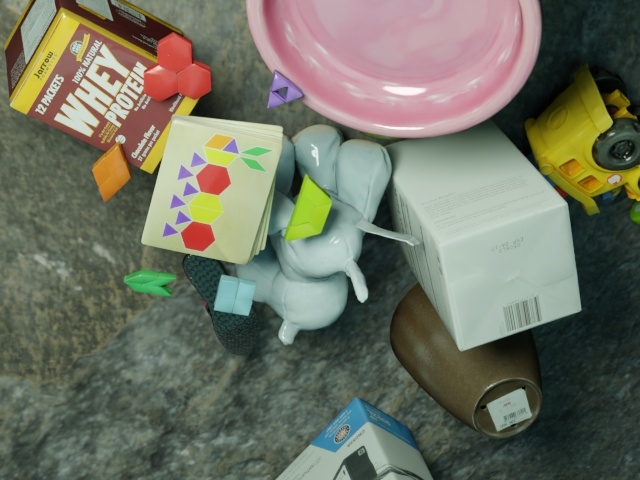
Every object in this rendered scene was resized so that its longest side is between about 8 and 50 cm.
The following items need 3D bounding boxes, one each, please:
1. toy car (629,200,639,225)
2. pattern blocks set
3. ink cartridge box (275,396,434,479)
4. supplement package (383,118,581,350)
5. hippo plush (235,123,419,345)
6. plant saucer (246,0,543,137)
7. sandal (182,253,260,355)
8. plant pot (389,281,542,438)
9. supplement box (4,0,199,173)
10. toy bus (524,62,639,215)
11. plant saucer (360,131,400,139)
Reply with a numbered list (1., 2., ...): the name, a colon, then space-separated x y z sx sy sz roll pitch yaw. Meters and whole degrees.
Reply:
1. toy car: 0.594 -0.061 1.919 0.155 0.149 0.188 32 96 -18
2. pattern blocks set: -0.128 -0.065 1.527 0.285 0.026 0.325 20 113 -16
3. ink cartridge box: 0.065 0.426 1.941 0.129 0.307 0.223 36 104 -30
4. supplement package: 0.210 -0.019 1.734 0.177 0.293 0.175 -18 122 -5
5. hippo plush: 0.000 0.000 1.746 0.234 0.294 0.236 -44 156 -32
6. plant saucer: 0.085 -0.263 1.431 0.332 0.084 0.332 9 136 8
7. sandal: -0.142 0.085 1.851 0.067 0.040 0.179 -29 108 -5
8. plant pot: 0.239 0.184 1.897 0.215 0.230 0.215 -7 121 -12
9. supplement box: -0.266 -0.211 1.548 0.191 0.194 0.129 26 110 -27
10. toy bus: 0.392 -0.110 1.833 0.220 0.149 0.211 33 119 -31
11. plant saucer: 0.156 -0.205 1.666 0.241 0.241 0.037 -39 79 8
